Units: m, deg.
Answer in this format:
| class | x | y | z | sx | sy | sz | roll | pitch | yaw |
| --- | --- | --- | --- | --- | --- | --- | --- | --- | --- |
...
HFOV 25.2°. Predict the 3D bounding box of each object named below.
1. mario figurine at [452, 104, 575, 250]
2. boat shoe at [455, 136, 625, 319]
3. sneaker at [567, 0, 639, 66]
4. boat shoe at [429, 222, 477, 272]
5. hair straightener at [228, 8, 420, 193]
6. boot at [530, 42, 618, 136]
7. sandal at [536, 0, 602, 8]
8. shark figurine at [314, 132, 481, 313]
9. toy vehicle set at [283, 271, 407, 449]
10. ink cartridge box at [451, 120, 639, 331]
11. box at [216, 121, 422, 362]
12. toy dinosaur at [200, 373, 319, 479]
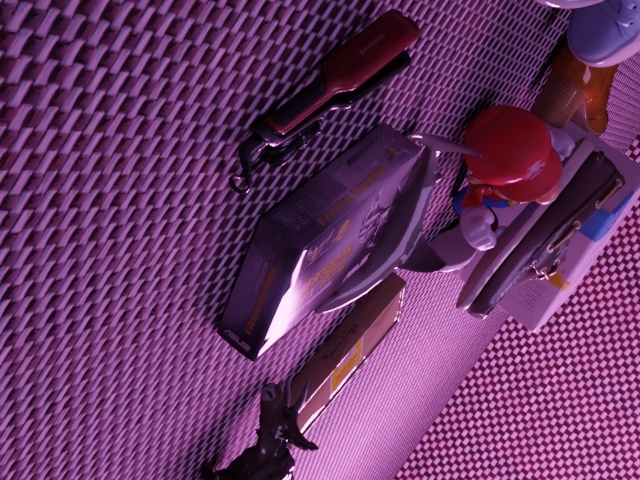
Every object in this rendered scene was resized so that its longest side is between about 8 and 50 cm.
| class | x | y | z | sx | sy | sz | roll | pitch | yaw |
| --- | --- | --- | --- | --- | --- | --- | --- | --- | --- |
| mario figurine | 0.271 | -0.072 | 1.975 | 0.320 | 0.170 | 0.198 | 89 | 5 | -80 |
| boat shoe | 0.320 | -0.004 | 2.071 | 0.324 | 0.097 | 0.116 | -50 | -175 | -18 |
| sneaker | 0.397 | -0.379 | 1.804 | 0.150 | 0.135 | 0.366 | -4 | 132 | -45 |
| boat shoe | 0.212 | 0.022 | 2.251 | 0.183 | 0.065 | 0.083 | -39 | 159 | -49 |
| hair straightener | 0.001 | -0.108 | 1.256 | 0.230 | 0.047 | 0.089 | -46 | 164 | -27 |
| boot | 0.430 | -0.270 | 2.176 | 0.211 | 0.104 | 0.295 | -58 | 162 | 18 |
| sandal | 0.309 | -0.383 | 1.470 | 0.416 | 0.169 | 0.102 | -48 | -154 | -22 |
| shark figurine | 0.114 | -0.020 | 1.728 | 0.278 | 0.116 | 0.166 | -57 | 168 | 23 |
| toy vehicle set | 0.027 | 0.174 | 2.076 | 0.267 | 0.035 | 0.166 | -49 | 166 | -18 |
| ink cartridge box | 0.373 | -0.031 | 2.377 | 0.198 | 0.197 | 0.270 | -36 | 158 | -52 |
| box | 0.000 | 0.000 | 1.506 | 0.231 | 0.056 | 0.183 | -40 | 162 | -44 |
| toy dinosaur | -0.090 | 0.335 | 1.914 | 0.160 | 0.121 | 0.313 | -23 | 145 | -40 |
